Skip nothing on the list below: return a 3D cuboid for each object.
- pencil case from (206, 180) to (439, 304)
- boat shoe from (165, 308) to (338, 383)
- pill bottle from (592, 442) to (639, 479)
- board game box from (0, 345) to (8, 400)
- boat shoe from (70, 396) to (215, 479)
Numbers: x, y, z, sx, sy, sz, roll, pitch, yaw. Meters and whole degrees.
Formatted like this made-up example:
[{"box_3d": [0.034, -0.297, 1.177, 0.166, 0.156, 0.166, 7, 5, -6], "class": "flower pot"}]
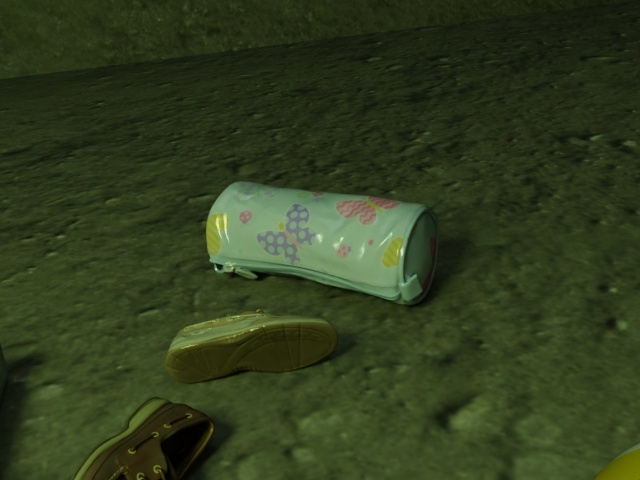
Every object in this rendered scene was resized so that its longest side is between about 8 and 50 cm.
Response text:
[{"box_3d": [0.000, 0.000, 0.931, 0.273, 0.113, 0.124, 8, 38, 26], "class": "pencil case"}, {"box_3d": [-0.069, 0.095, 0.796, 0.170, 0.063, 0.059, -7, 31, -3], "class": "boat shoe"}, {"box_3d": [0.171, 0.207, 0.360, 0.188, 0.188, 0.334, 18, 33, 41], "class": "pill bottle"}, {"box_3d": [-0.448, 0.178, 0.700, 0.305, 0.053, 0.193, -9, 26, -8], "class": "board game box"}, {"box_3d": [-0.140, 0.182, 0.620, 0.060, 0.064, 0.178, 2, 23, 19], "class": "boat shoe"}]
